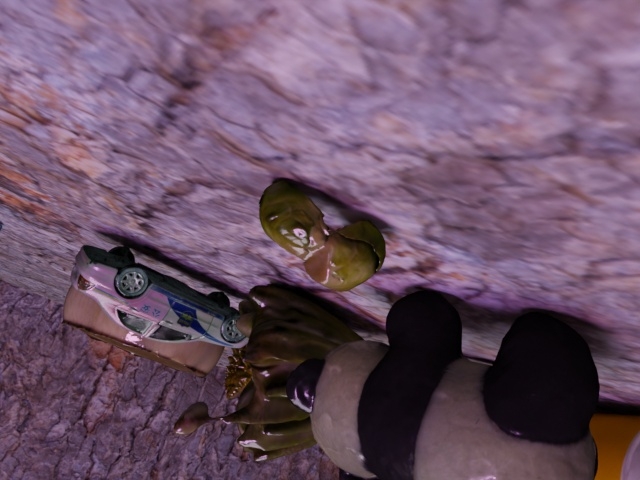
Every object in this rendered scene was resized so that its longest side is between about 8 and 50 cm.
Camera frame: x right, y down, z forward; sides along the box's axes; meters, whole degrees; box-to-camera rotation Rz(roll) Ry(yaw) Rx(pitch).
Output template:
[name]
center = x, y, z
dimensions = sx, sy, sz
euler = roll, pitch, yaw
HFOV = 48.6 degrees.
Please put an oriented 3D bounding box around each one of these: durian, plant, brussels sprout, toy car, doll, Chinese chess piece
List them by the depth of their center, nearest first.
[brussels sprout]
center = -0.001, 0.000, 0.425
dimensions = 0.083, 0.046, 0.051
euler = 25, -155, -16
[doll]
center = 0.091, 0.129, 0.519
dimensions = 0.234, 0.135, 0.144
euler = 11, 131, 39
[plant]
center = 0.050, 0.168, 0.737
dimensions = 0.333, 0.180, 0.251
euler = 15, 175, 5
[toy car]
center = -0.181, 0.076, 0.822
dimensions = 0.224, 0.076, 0.090
euler = 29, 180, -29
[durian]
center = -0.049, 0.169, 1.035
dimensions = 0.186, 0.119, 0.108
euler = 19, 132, -43
[Chinese chess piece]
center = -0.272, 0.129, 1.112
dimensions = 0.257, 0.104, 0.257
euler = 19, 165, 5

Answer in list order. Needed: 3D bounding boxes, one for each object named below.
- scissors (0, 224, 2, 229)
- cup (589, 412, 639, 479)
[scissors]
center = -0.492, -0.050, 0.918
dimensions = 0.125, 0.030, 0.256
euler = 25, 167, -12
[cup]
center = 0.276, 0.255, 0.719
dimensions = 0.196, 0.197, 0.279
euler = 24, 156, -14
